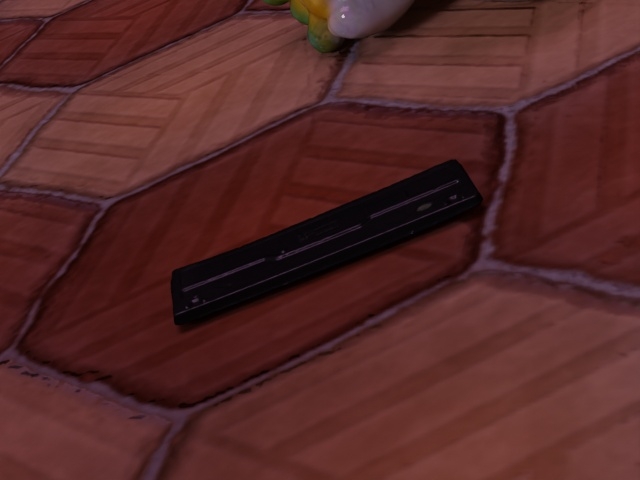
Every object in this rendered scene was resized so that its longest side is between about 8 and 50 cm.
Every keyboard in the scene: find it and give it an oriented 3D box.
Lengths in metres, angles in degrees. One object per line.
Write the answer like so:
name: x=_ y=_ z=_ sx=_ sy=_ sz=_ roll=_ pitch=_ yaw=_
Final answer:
keyboard: x=0.000 y=0.000 z=0.590 sx=0.155 sy=0.010 sz=0.053 roll=-22 pitch=26 yaw=3

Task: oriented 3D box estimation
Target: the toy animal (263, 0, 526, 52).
toy animal: x=0.070 y=-0.253 z=0.826 sx=0.247 sy=0.182 sz=0.310 roll=-28 pitch=22 yaw=-21
